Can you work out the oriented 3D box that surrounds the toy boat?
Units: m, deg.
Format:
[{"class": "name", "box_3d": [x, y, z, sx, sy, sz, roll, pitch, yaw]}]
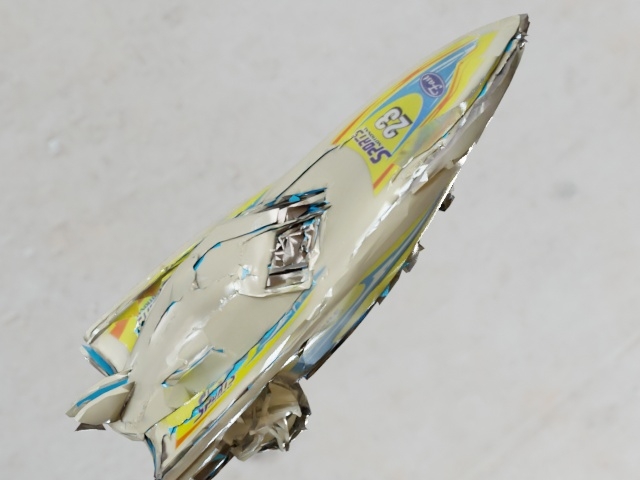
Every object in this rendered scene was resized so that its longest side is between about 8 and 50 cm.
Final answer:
[{"class": "toy boat", "box_3d": [0.000, 0.000, 0.634, 0.210, 0.084, 0.066, -47, 130, 9]}]
